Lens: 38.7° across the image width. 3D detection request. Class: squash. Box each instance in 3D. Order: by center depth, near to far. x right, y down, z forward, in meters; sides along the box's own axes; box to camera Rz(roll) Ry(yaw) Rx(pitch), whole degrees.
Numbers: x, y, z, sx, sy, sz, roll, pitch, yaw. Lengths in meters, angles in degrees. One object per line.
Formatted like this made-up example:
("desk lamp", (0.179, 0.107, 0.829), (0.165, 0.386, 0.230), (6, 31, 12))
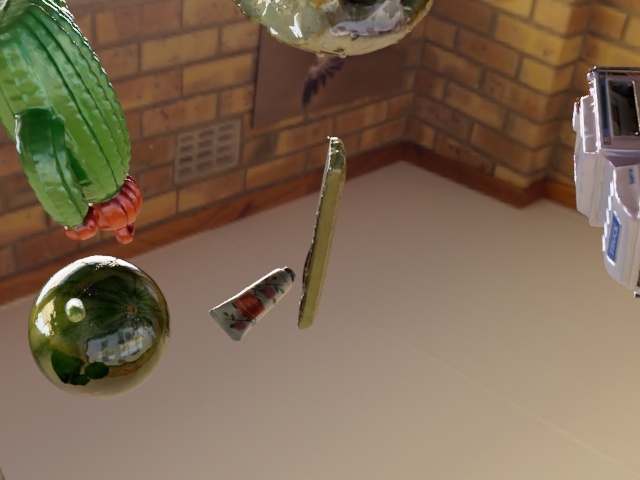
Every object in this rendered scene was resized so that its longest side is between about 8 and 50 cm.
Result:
("squash", (-0.331, 0.092, 1.227), (0.027, 0.027, 0.089), (-3, -173, -17))

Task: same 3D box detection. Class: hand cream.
("hand cream", (-0.125, 0.116, 1.790), (0.080, 0.050, 0.234), (45, -140, 5))

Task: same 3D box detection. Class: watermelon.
("watermelon", (-0.370, 0.147, 1.532), (0.243, 0.242, 0.242), (6, -147, -4))

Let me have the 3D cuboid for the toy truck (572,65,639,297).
("toy truck", (0.326, -0.062, 0.882), (0.156, 0.124, 0.268), (4, -142, 12))

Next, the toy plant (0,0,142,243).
("toy plant", (-0.204, -0.084, 0.735), (0.088, 0.240, 0.154), (-10, -158, 5))

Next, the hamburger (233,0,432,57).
("hamburger", (0.034, -0.350, 0.906), (0.277, 0.195, 0.318), (-15, -107, -39))

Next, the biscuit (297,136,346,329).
("biscuit", (0.000, 0.000, 1.391), (0.038, 0.322, 0.099), (9, -146, -2))

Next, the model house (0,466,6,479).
("model house", (-0.575, 0.452, 1.369), (0.245, 0.312, 0.280), (-28, -129, -28))
